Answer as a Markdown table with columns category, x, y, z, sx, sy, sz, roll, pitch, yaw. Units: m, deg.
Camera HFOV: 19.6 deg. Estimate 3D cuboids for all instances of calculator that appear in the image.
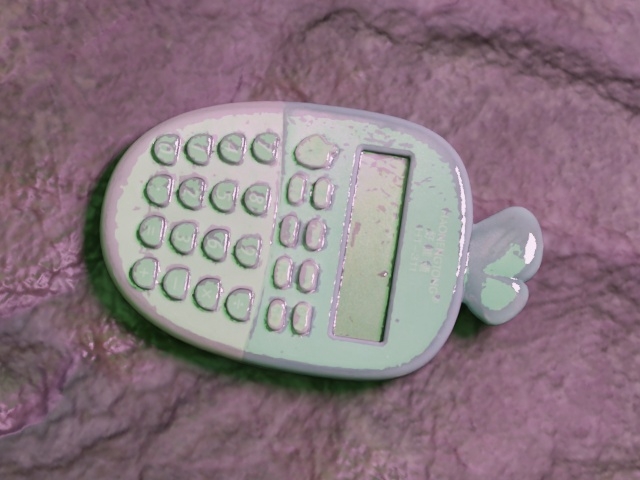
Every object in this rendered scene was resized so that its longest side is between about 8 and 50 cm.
| category | x | y | z | sx | sy | sz | roll | pitch | yaw |
| --- | --- | --- | --- | --- | --- | --- | --- | --- | --- |
| calculator | 0.000 | 0.000 | 1.241 | 0.295 | 0.042 | 0.184 | 9 | 79 | 1 |
